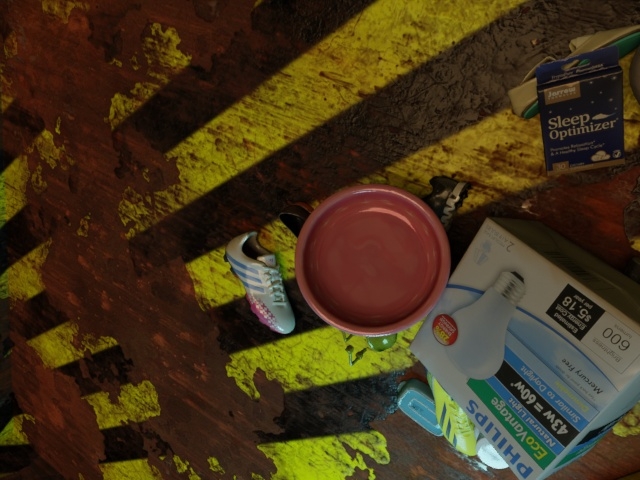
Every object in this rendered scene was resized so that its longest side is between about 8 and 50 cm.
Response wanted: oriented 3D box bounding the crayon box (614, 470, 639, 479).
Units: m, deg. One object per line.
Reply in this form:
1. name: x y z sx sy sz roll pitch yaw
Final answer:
1. crayon box: 0.724 0.669 1.009 0.202 0.081 0.318 49 122 7

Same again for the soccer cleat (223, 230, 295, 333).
1. soccer cleat: -0.163 0.122 1.302 0.143 0.116 0.331 -37 85 32

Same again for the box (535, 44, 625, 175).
1. box: 0.495 -0.237 0.834 0.137 0.036 0.225 -8 122 27

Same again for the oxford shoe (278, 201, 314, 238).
1. oxford shoe: 0.000 0.000 1.186 0.271 0.098 0.096 35 118 15

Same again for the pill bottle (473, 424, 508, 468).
1. pill bottle: 0.426 0.446 1.044 0.108 0.180 0.107 8 108 26

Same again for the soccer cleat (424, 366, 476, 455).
1. soccer cleat: 0.341 0.415 1.102 0.094 0.121 0.288 -21 90 -13

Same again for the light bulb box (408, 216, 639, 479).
1. light bulb box: 0.425 0.198 0.866 0.358 0.226 0.360 49 126 43

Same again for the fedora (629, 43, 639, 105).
1. fedora: 0.676 -0.295 0.715 0.276 0.124 0.243 -10 98 39

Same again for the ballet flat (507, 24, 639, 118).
1. ballet flat: 0.478 -0.339 0.842 0.248 0.086 0.086 -35 87 33

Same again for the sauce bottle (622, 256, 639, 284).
1. sauce bottle: 0.592 0.196 0.921 0.112 0.111 0.344 30 116 18

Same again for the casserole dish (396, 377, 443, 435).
1. casserole dish: 0.291 0.465 1.208 0.188 0.037 0.114 35 118 16

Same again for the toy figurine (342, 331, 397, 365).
1. toy figurine: 0.167 0.136 1.053 0.217 0.191 0.362 -1 105 46

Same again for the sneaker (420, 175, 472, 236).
1. sneaker: 0.262 -0.051 1.047 0.106 0.078 0.234 32 117 24

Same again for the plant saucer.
1. plant saucer: 0.112 0.043 0.963 0.333 0.084 0.331 -2 78 10
